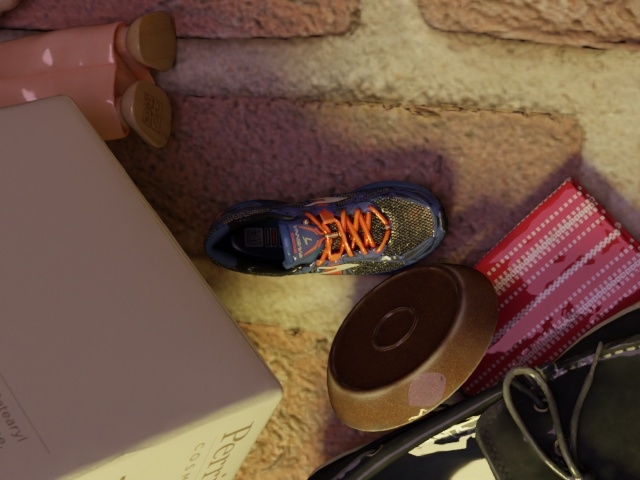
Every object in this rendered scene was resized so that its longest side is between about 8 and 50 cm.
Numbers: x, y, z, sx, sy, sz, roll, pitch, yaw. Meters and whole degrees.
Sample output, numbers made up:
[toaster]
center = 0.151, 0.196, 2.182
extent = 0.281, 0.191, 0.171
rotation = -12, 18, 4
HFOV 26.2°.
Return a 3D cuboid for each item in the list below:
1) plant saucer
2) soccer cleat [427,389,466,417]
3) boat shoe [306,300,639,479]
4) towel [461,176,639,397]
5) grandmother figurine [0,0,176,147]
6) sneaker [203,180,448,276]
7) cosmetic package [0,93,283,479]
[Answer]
[plant saucer]
center = 0.067, 0.079, 1.126
extent = 0.168, 0.168, 0.029
rotation = -33, 122, 19
[soccer cleat]
center = 0.120, 0.149, 1.188
extent = 0.083, 0.029, 0.035
rotation = 30, 110, 16
[boat shoe]
center = 0.189, 0.177, 1.073
extent = 0.500, 0.156, 0.186
rotation = -24, 90, 18
[towel]
center = 0.234, 0.109, 1.145
extent = 0.275, 0.031, 0.199
rotation = 47, 109, 7
[grandmother figurine]
center = -0.303, -0.127, 1.245
extent = 0.342, 0.104, 0.207
rotation = 0, 71, 20
[sneaker]
center = 0.000, 0.000, 1.170
extent = 0.221, 0.087, 0.083
rotation = -9, 96, 18
[cosmetic package]
center = -0.312, 0.141, 1.043
extent = 0.327, 0.394, 0.329
rotation = 52, 138, 22
